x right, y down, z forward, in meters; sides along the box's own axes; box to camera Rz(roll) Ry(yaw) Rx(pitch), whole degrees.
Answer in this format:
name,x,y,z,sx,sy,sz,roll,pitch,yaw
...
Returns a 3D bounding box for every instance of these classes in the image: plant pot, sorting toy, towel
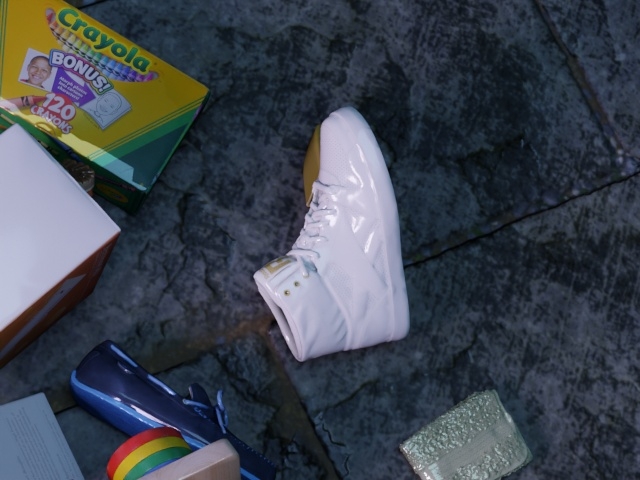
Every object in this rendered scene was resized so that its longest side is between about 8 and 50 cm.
name,x,y,z,sx,sy,sz,roll,pitch,yaw
plant pot,0.021,-0.099,2.012,0.081,0.081,0.083,-3,58,-18
sorting toy,-0.213,0.314,1.692,0.256,0.257,0.089,-24,53,-20
towel,0.176,0.251,1.948,0.148,0.027,0.110,-28,79,-24

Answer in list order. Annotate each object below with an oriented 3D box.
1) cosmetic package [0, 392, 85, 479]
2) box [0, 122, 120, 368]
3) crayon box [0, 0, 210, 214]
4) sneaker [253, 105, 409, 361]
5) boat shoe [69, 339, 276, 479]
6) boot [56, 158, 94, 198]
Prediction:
name,x,y,z,sx,sy,sz,roll,pitch,yaw
cosmetic package,-0.363,0.246,1.689,0.231,0.085,0.117,-13,73,-57
box,-0.408,0.069,1.739,0.168,0.215,0.345,46,65,4
crayon box,-0.294,-0.175,1.942,0.278,0.081,0.165,31,64,-3
sneaker,0.000,0.000,1.901,0.169,0.108,0.292,-15,104,-19
boat shoe,-0.155,0.194,1.828,0.258,0.109,0.089,33,60,-5
boot,-0.336,-0.061,1.897,0.158,0.084,0.059,22,39,22
